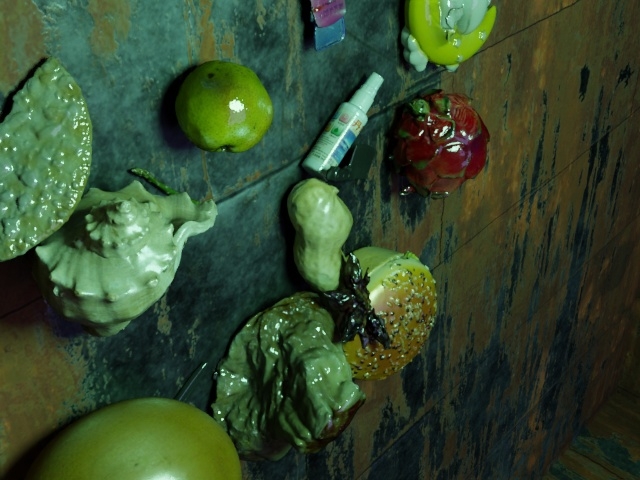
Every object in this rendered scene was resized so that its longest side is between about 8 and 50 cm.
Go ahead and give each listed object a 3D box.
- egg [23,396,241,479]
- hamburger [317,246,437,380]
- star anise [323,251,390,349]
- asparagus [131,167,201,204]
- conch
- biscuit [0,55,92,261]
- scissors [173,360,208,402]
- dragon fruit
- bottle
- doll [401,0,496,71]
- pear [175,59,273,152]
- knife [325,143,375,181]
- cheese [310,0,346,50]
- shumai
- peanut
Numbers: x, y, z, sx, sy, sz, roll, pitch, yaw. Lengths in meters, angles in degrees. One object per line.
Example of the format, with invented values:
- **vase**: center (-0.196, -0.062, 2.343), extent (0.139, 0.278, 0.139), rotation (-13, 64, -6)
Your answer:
- **egg**: center (-0.284, 0.386, 1.291), extent (0.351, 0.282, 0.283), rotation (-13, 121, -47)
- **hamburger**: center (0.122, 0.152, 1.757), extent (0.300, 0.176, 0.300), rotation (-30, 134, -36)
- **star anise**: center (0.061, 0.128, 1.558), extent (0.157, 0.053, 0.213), rotation (-25, 107, -50)
- **asparagus**: center (-0.233, -0.080, 1.290), extent (0.163, 0.016, 0.016), rotation (35, 74, -53)
- **conch**: center (-0.273, 0.015, 1.164), extent (0.263, 0.324, 0.186), rotation (-31, 89, -32)
- **biscuit**: center (-0.362, -0.075, 1.041), extent (0.290, 0.141, 0.038), rotation (-57, -174, -13)
- **scissors**: center (-0.264, 0.306, 1.499), extent (0.220, 0.017, 0.088), rotation (-55, 144, -12)
- **dragon fruit**: center (0.242, -0.184, 1.700), extent (0.274, 0.193, 0.192), rotation (61, 36, -51)
- **bottle**: center (0.046, -0.209, 1.528), extent (0.217, 0.060, 0.060), rotation (-58, 145, -8)
- **doll**: center (0.252, -0.440, 1.606), extent (0.237, 0.111, 0.252), rotation (-17, 127, -27)
- **pear**: center (-0.142, -0.199, 1.222), extent (0.141, 0.141, 0.104), rotation (-54, 161, -13)
- **knife**: center (0.061, -0.144, 1.568), extent (0.245, 0.019, 0.072), rotation (-20, 128, -71)
- **cheese**: center (0.010, -0.423, 1.343), extent (0.155, 0.062, 0.244), rotation (-33, 136, -34)
- **shumai**: center (-0.026, 0.278, 1.553), extent (0.217, 0.283, 0.346), rotation (25, 87, -52)
- **peanut**: center (0.000, 0.000, 1.560), extent (0.101, 0.117, 0.263), rotation (-73, 165, -51)
